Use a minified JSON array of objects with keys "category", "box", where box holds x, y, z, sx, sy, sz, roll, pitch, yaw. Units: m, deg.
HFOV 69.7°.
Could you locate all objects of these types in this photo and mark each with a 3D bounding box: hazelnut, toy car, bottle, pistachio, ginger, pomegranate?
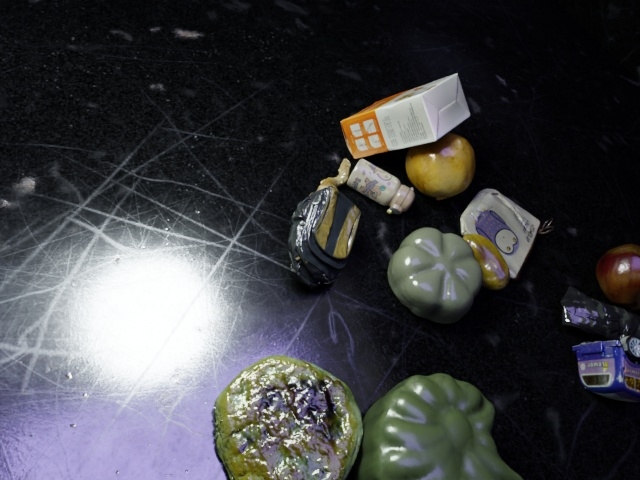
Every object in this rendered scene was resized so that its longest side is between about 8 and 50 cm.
[{"category":"hazelnut","box":[0.990,0.119,1.455,0.252,0.217,0.217,10,52,-31]},{"category":"toy car","box":[0.834,0.358,1.259,0.235,0.172,0.157,16,69,-11]},{"category":"bottle","box":[0.190,-0.160,1.435,0.209,0.097,0.110,31,75,3]},{"category":"pistachio","box":[0.489,0.063,1.373,0.110,0.100,0.189,-26,69,-27]},{"category":"ginger","box":[0.022,-0.143,1.378,0.089,0.075,0.288,21,53,23]},{"category":"pomegranate","box":[0.386,-0.248,1.486,0.233,0.233,0.233,9,54,-13]}]

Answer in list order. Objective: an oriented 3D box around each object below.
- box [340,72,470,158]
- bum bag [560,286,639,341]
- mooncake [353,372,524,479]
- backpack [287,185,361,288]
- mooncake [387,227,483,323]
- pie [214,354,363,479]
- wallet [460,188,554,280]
[{"category":"box","box":[0.262,-0.388,1.469,0.225,0.341,0.143,-37,111,-35]},{"category":"bum bag","box":[0.881,0.249,1.386,0.341,0.095,0.144,22,61,0]},{"category":"mooncake","box":[0.240,0.458,0.957,0.352,0.187,0.351,9,56,-14]},{"category":"backpack","box":[0.000,0.000,1.224,0.206,0.133,0.258,34,56,-29]},{"category":"mooncake","box":[0.321,0.091,1.280,0.275,0.135,0.274,8,58,-12]},{"category":"pie","box":[-0.062,0.384,0.944,0.324,0.070,0.323,2,56,-3]},{"category":"wallet","box":[0.603,-0.041,1.510,0.275,0.068,0.335,39,54,7]}]
